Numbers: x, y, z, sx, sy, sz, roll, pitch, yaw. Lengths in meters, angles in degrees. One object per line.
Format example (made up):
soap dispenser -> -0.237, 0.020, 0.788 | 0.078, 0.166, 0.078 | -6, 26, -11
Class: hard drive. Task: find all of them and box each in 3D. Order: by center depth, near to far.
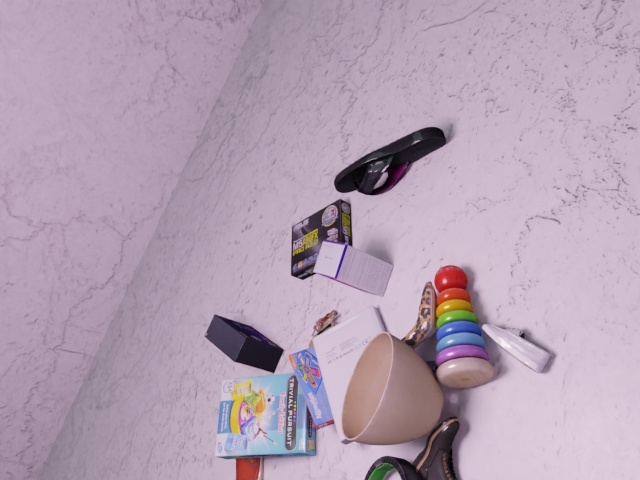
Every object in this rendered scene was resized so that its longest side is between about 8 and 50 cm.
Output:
hard drive -> 0.118, 0.392, 1.749 | 0.233, 0.047, 0.353 | -31, 46, 14

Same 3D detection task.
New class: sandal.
sandal -> 0.213, -0.231, 1.929 | 0.445, 0.167, 0.107 | -26, 70, 41

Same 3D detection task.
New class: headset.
headset -> 0.197, 0.743, 1.451 | 0.243, 0.185, 0.394 | -53, 26, 43

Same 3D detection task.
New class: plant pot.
plant pot -> 0.199, 0.401, 1.499 | 0.284, 0.191, 0.284 | -156, 90, -81

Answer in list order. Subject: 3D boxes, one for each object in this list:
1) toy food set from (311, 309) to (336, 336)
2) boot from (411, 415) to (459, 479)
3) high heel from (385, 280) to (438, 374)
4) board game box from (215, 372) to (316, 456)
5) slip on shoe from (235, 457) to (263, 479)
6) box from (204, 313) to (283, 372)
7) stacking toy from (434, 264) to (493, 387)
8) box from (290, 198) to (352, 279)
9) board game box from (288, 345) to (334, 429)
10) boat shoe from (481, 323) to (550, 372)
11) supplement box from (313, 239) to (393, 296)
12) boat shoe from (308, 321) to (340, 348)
toy food set -> 0.010, 0.271, 1.987 | 0.122, 0.019, 0.078 | -45, 3, 20
boot -> 0.321, 0.551, 1.454 | 0.137, 0.077, 0.198 | 45, 120, 46
high heel -> 0.238, 0.244, 1.652 | 0.186, 0.093, 0.261 | -3, 75, 27
board game box -> -0.178, 0.579, 1.935 | 0.336, 0.079, 0.254 | -12, 60, 24
slip on shoe -> -0.254, 0.743, 2.016 | 0.123, 0.101, 0.331 | -7, 66, 47
box -> -0.287, 0.380, 2.180 | 0.261, 0.184, 0.103 | 21, 88, 52
stacking toy -> 0.355, 0.208, 1.542 | 0.141, 0.141, 0.330 | -32, 45, 37
box -> 0.000, 0.000, 2.136 | 0.270, 0.060, 0.216 | -27, 52, 40
board game box -> 0.008, 0.447, 1.841 | 0.281, 0.145, 0.027 | -118, 16, -47
boat shoe -> 0.475, 0.246, 1.429 | 0.063, 0.066, 0.184 | -50, 36, -1
supplement box -> 0.105, 0.087, 1.831 | 0.111, 0.220, 0.114 | 11, 81, 53
boat shoe -> 0.007, 0.320, 1.967 | 0.153, 0.048, 0.056 | -39, 45, 31
